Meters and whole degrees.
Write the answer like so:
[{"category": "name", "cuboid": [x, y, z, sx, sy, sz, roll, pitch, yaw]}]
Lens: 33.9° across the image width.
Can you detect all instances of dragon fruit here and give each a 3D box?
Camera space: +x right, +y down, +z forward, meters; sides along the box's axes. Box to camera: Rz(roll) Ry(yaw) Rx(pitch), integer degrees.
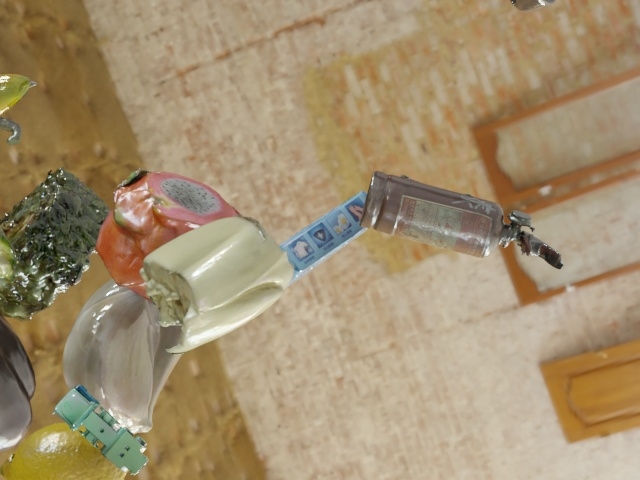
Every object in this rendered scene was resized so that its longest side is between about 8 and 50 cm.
[{"category": "dragon fruit", "cuboid": [-0.254, -0.014, 1.882, 0.291, 0.189, 0.290, 29, -160, -11]}]

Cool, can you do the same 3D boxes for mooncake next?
[{"category": "mooncake", "cuboid": [-0.558, 0.225, 1.527, 0.306, 0.306, 0.154, -94, -17, -51]}]

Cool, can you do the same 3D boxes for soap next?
[{"category": "soap", "cuboid": [0.000, 0.000, 2.149, 0.077, 0.293, 0.156, 54, 151, 3]}]

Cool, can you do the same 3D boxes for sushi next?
[{"category": "sushi", "cuboid": [-0.623, 0.027, 2.304, 0.178, 0.352, 0.294, 42, -145, -23]}]

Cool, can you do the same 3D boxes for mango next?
[{"category": "mango", "cuboid": [-0.514, -0.200, 1.543, 0.101, 0.187, 0.066, -98, -13, -48]}]

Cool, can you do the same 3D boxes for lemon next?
[{"category": "lemon", "cuboid": [-0.491, 0.446, 2.035, 0.188, 0.257, 0.188, 177, 90, -89]}]

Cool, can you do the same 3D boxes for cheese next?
[{"category": "cheese", "cuboid": [-0.169, 0.060, 1.609, 0.127, 0.233, 0.266, 64, 163, -16]}]

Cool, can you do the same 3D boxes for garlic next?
[{"category": "garlic", "cuboid": [-0.341, 0.176, 1.942, 0.246, 0.340, 0.231, 36, 169, 4]}]

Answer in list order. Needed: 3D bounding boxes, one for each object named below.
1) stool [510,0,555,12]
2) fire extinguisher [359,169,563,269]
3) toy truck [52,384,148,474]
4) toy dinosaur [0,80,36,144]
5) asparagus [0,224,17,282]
[{"category": "stool", "cuboid": [0.412, -0.516, 1.982, 0.125, 0.121, 0.217, 51, -139, -24]}, {"category": "fire extinguisher", "cuboid": [0.175, -0.010, 1.305, 0.106, 0.252, 0.075, -74, 0, -49]}, {"category": "toy truck", "cuboid": [-0.355, 0.312, 1.706, 0.175, 0.067, 0.081, 42, 169, 2]}, {"category": "toy dinosaur", "cuboid": [-0.737, -0.280, 2.161, 0.077, 0.294, 0.162, 120, 145, -49]}, {"category": "asparagus", "cuboid": [-0.635, -0.076, 1.881, 0.343, 0.082, 0.085, 59, 154, 14]}]
